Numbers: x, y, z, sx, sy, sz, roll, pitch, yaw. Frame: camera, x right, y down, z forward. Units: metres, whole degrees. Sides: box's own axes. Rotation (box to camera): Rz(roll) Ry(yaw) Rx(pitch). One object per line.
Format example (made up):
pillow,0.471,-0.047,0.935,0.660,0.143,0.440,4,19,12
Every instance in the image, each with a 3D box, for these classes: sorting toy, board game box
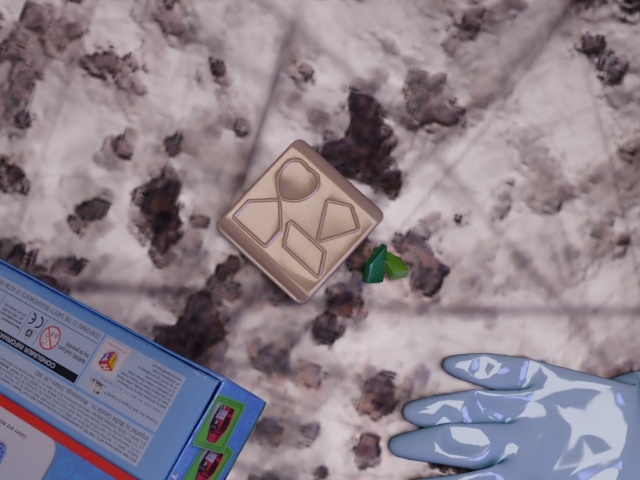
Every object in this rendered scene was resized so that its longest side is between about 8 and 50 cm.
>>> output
sorting toy,0.000,0.000,0.652,0.083,0.012,0.062,42,79,4
board game box,-0.136,0.118,0.507,0.160,0.039,0.211,24,80,33

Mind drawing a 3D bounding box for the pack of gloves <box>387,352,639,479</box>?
pack of gloves,0.144,0.151,0.633,0.232,0.046,0.195,2,86,-4
